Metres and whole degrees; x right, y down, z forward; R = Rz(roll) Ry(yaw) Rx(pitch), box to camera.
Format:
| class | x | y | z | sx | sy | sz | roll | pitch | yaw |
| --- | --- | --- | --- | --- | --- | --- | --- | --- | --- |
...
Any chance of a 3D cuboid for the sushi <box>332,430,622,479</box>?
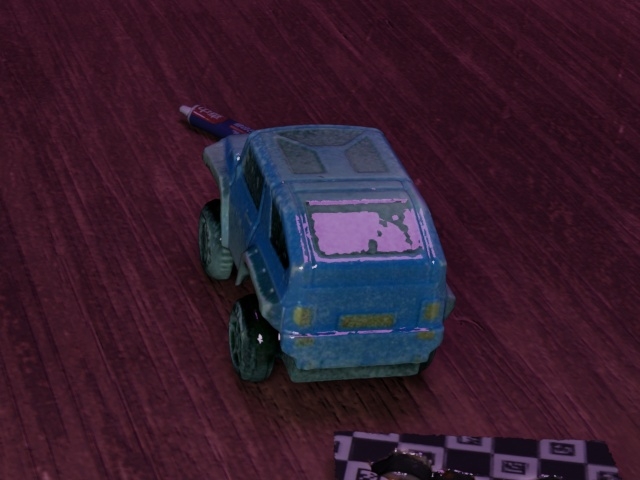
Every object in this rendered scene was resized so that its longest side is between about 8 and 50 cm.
| class | x | y | z | sx | sy | sz | roll | pitch | yaw |
| --- | --- | --- | --- | --- | --- | --- | --- | --- | --- |
| sushi | 0.108 | 0.177 | 1.023 | 0.201 | 0.031 | 0.139 | 3 | 23 | -2 |

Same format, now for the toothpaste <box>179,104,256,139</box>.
| class | x | y | z | sx | sy | sz | roll | pitch | yaw |
| --- | --- | --- | --- | --- | --- | --- | --- | --- | --- |
| toothpaste | -0.083 | -0.104 | 1.509 | 0.140 | 0.021 | 0.037 | 26 | 39 | 27 |

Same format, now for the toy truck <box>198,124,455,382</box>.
| class | x | y | z | sx | sy | sz | roll | pitch | yaw |
| --- | --- | --- | --- | --- | --- | --- | --- | --- | --- |
| toy truck | 0.000 | 0.000 | 1.196 | 0.155 | 0.156 | 0.279 | -2 | 31 | -15 |
